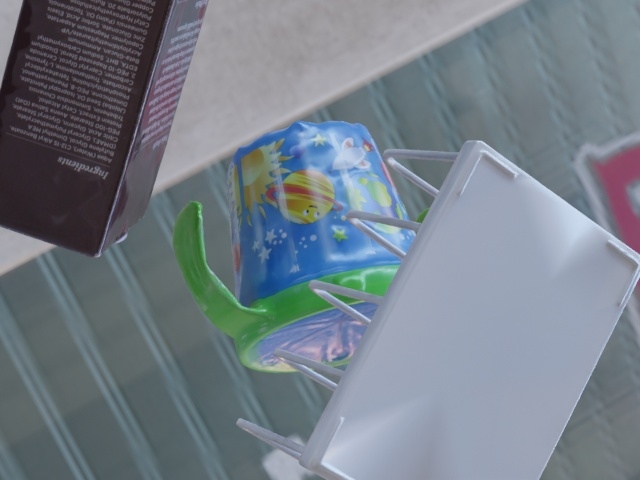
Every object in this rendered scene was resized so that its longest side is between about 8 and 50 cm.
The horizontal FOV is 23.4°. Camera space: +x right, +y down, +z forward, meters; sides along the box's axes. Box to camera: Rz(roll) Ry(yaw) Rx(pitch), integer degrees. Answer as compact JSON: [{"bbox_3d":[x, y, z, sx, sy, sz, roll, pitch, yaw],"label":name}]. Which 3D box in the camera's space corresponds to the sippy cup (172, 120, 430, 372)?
[{"bbox_3d":[0.000,0.000,1.659,0.305,0.240,0.224,34,39,-65],"label":"sippy cup"}]

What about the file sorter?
[{"bbox_3d":[0.089,0.082,1.254,0.193,0.278,0.173,33,-9,-27],"label":"file sorter"}]

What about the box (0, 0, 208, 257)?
[{"bbox_3d":[-0.193,-0.195,1.433,0.191,0.143,0.381,-62,169,-77],"label":"box"}]
